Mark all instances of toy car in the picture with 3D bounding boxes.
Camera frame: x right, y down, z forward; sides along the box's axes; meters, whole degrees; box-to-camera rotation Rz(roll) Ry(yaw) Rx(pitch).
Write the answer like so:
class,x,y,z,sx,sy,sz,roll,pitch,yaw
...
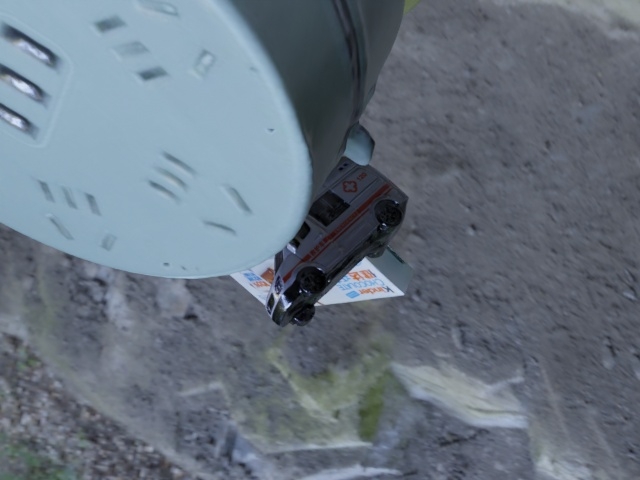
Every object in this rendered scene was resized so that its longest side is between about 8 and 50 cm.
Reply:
class,x,y,z,sx,sy,sz,roll,pitch,yaw
toy car,0.000,0.000,1.280,0.108,0.089,0.209,42,62,10

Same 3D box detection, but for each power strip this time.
class,x,y,z,sx,sy,sz,roll,pitch,yaw
power strip,-0.121,-0.131,0.646,0.357,0.357,0.161,6,53,28

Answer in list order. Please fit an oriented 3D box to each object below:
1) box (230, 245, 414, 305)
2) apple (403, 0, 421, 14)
class,x,y,z,sx,sy,sz,roll,pitch,yaw
box,-0.057,-0.006,1.514,0.273,0.265,0.048,-10,45,46
apple,0.006,-0.376,1.367,0.292,0.292,0.254,23,49,30
